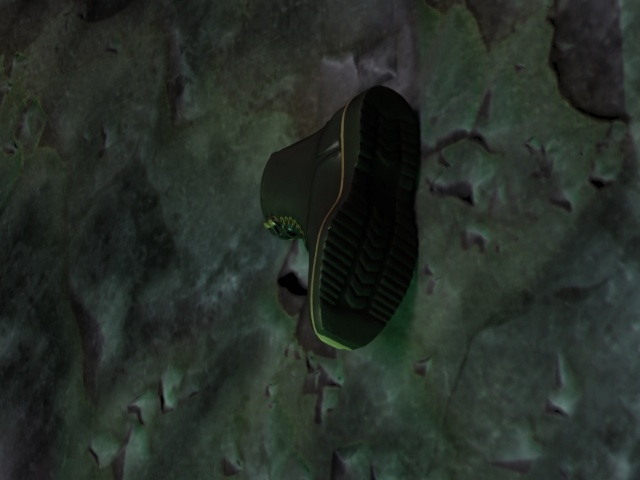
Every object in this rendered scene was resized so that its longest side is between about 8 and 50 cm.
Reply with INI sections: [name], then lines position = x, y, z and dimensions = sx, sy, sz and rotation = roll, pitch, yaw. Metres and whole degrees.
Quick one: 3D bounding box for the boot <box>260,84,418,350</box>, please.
[boot]
position = 0.000, 0.000, 1.200
dimensions = 0.137, 0.077, 0.198
rotation = -25, 41, 46
